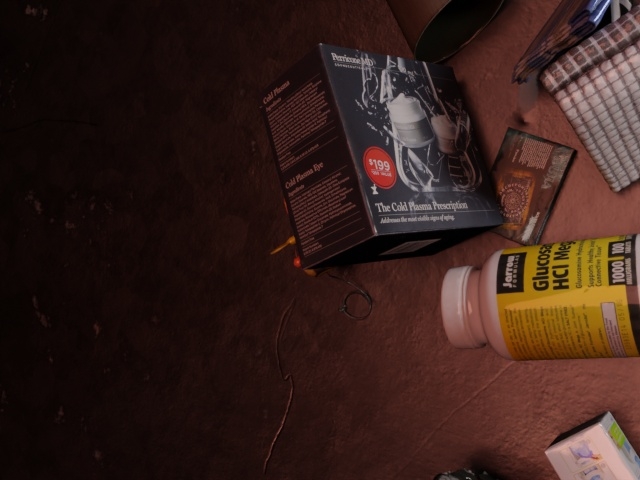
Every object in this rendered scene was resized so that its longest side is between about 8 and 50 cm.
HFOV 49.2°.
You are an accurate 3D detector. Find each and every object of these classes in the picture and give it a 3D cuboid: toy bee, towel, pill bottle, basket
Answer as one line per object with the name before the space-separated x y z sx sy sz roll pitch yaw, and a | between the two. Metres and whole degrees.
toy bee | 0.000 0.000 1.369 0.298 0.162 0.195 47 108 23
towel | 0.401 -0.360 1.071 0.034 0.285 0.209 36 83 -2
towel | 0.480 -0.224 1.038 0.235 0.283 0.121 -34 53 21
pill bottle | 0.375 0.098 1.127 0.333 0.188 0.188 -8 84 30
basket | 0.196 -0.476 1.284 0.204 0.154 0.227 -42 65 26

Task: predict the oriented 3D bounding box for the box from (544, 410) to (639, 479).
box | 0.462 0.392 1.106 0.103 0.114 0.203 -36 71 23

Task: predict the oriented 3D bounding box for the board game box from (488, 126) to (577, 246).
board game box | 0.357 -0.093 1.240 0.126 0.026 0.186 26 101 28

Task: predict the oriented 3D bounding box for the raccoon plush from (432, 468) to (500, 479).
raccoon plush | 0.234 0.570 1.088 0.216 0.446 0.299 18 99 -2

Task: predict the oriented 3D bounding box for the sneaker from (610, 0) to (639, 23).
sneaker | 0.533 -0.386 1.127 0.121 0.079 0.217 -3 95 27

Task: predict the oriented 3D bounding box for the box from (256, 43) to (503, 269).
box | 0.105 -0.135 1.190 0.179 0.343 0.313 -28 74 44
